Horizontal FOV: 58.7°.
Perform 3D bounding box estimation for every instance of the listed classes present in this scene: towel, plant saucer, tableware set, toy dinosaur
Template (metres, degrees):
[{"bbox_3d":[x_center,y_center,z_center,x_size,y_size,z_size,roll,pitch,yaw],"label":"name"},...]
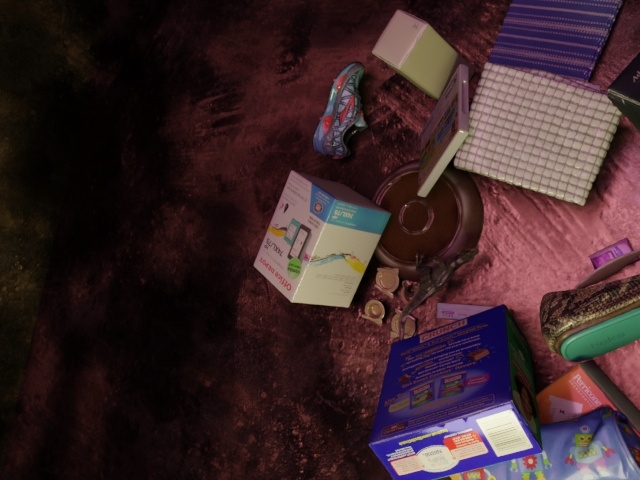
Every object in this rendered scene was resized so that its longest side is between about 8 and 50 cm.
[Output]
[{"bbox_3d":[0.503,-0.417,1.280,0.243,0.040,0.336,24,94,36],"label":"towel"},{"bbox_3d":[0.238,-0.055,1.391,0.310,0.050,0.311,-6,79,34],"label":"plant saucer"},{"bbox_3d":[0.180,0.153,1.396,0.141,0.020,0.169,23,105,30],"label":"tableware set"},{"bbox_3d":[0.444,-0.222,1.179,0.283,0.121,0.235,19,98,15],"label":"towel"},{"bbox_3d":[0.236,0.098,1.287,0.268,0.064,0.118,-51,27,5],"label":"toy dinosaur"}]

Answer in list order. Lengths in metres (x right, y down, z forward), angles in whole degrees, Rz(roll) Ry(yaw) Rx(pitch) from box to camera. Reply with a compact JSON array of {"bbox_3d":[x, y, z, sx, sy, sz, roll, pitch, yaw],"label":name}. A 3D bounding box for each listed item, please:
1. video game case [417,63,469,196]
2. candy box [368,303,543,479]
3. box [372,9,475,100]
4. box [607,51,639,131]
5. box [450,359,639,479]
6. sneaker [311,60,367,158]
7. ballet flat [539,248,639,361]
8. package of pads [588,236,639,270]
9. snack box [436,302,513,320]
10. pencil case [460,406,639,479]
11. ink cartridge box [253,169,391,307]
[{"bbox_3d":[0.274,-0.243,1.280,0.227,0.026,0.206,116,167,-56],"label":"video game case"},{"bbox_3d":[0.255,0.281,1.077,0.268,0.317,0.122,-26,105,24],"label":"candy box"},{"bbox_3d":[0.242,-0.408,1.302,0.094,0.275,0.113,43,106,33],"label":"box"},{"bbox_3d":[0.787,-0.258,0.793,0.480,0.297,0.472,-51,31,17],"label":"box"},{"bbox_3d":[0.452,0.422,1.097,0.345,0.168,0.215,-47,60,19],"label":"box"},{"bbox_3d":[0.080,-0.343,1.529,0.125,0.104,0.262,25,101,17],"label":"sneaker"},{"bbox_3d":[0.636,0.078,1.028,0.482,0.164,0.182,-19,41,20],"label":"ballet flat"},{"bbox_3d":[0.590,0.035,1.146,0.083,0.032,0.050,-32,63,26],"label":"package of pads"},{"bbox_3d":[0.340,0.161,1.254,0.141,0.100,0.037,0,83,34],"label":"snack box"},{"bbox_3d":[0.387,0.372,0.975,0.306,0.119,0.133,-25,56,29],"label":"pencil case"},{"bbox_3d":[0.000,0.000,1.420,0.198,0.197,0.270,37,109,45],"label":"ink cartridge box"}]
